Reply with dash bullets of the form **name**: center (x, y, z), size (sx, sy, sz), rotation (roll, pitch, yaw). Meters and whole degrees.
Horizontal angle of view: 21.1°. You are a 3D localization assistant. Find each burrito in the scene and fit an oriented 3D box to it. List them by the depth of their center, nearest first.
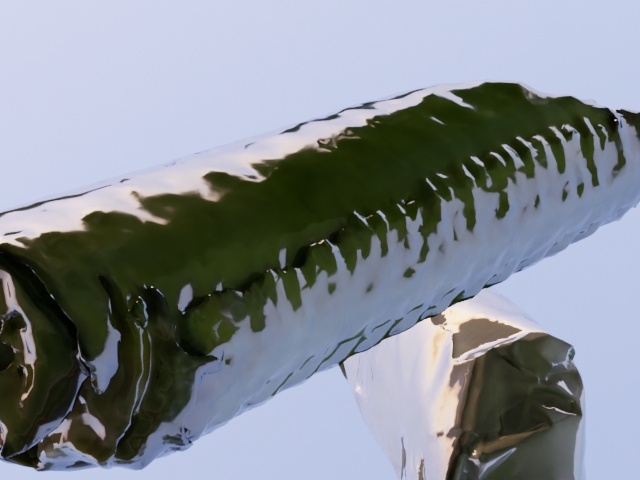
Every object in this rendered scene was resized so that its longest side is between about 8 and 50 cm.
- **burrito**: center (0.064, 0.067, 1.079), size (0.101, 0.445, 0.139), rotation (-2, -74, -11)

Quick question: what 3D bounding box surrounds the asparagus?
- **asparagus**: center (0.000, 0.000, 0.736), size (0.382, 0.128, 0.108), rotation (-21, -83, -42)
